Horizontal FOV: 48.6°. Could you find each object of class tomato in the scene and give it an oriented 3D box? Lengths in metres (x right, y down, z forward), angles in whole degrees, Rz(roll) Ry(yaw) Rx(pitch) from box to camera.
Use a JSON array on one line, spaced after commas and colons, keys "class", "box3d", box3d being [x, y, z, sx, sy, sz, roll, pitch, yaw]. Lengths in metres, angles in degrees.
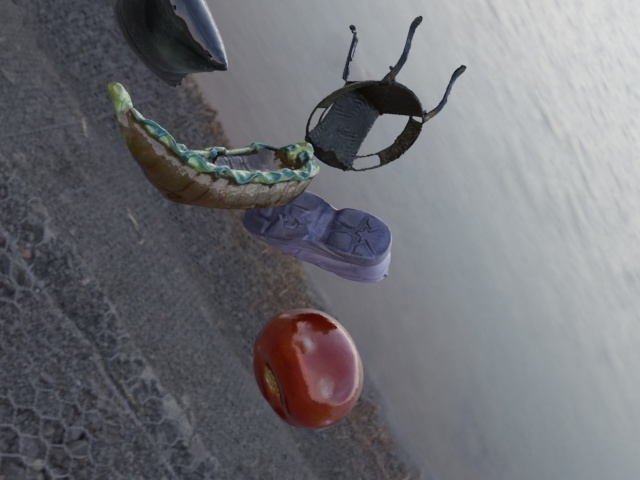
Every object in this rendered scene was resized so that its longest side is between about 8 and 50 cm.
[{"class": "tomato", "box3d": [-0.018, 0.192, 1.073, 0.136, 0.195, 0.195, -20, 83, -26]}]

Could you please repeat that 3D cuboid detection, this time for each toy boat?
[{"class": "toy boat", "box3d": [-0.113, -0.083, 0.735, 0.292, 0.108, 0.099, 6, 107, -55]}]

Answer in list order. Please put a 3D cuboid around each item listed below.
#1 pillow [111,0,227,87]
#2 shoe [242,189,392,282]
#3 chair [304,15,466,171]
[{"class": "pillow", "box3d": [-0.223, -0.312, 1.018, 0.106, 0.249, 0.186, -37, 110, -19]}, {"class": "shoe", "box3d": [0.000, 0.000, 1.100, 0.138, 0.244, 0.095, 69, 41, -58]}, {"class": "chair", "box3d": [0.082, -0.203, 1.038, 0.174, 0.149, 0.213, 33, 81, -41]}]
